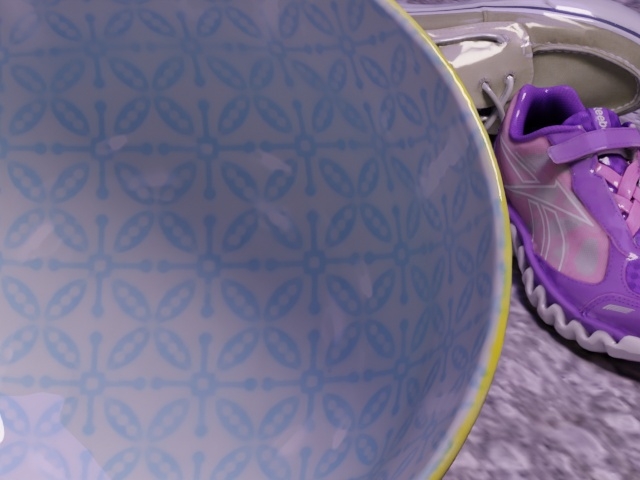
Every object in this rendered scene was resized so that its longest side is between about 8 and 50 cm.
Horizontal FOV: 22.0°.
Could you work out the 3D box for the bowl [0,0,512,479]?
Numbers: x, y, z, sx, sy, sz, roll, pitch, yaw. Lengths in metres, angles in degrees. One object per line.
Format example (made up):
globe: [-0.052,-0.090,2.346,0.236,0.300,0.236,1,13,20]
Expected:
bowl: [-0.070,0.030,0.666,0.289,0.289,0.156,17,-16,11]

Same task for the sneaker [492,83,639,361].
sneaker: [0.160,-0.018,0.957,0.095,0.104,0.236,1,29,-25]

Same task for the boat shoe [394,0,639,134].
boat shoe: [0.095,-0.109,1.138,0.302,0.109,0.094,1,42,-3]
